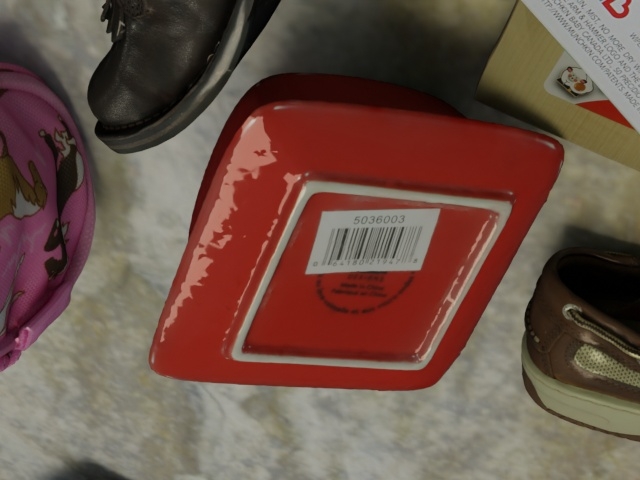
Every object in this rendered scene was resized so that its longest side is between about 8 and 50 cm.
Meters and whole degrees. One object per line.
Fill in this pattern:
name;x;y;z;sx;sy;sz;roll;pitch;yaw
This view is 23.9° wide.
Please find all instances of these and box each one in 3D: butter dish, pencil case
butter dish;0.004;-0.019;0.694;0.160;0.118;0.160;5;129;-27
pencil case;-0.320;-0.022;0.800;0.386;0.167;0.160;6;172;17

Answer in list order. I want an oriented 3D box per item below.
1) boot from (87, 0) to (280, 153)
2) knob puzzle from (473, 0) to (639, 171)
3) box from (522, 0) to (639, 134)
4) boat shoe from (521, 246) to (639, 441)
boot;-0.098;-0.171;0.592;0.229;0.091;0.263;35;136;-10
knob puzzle;0.173;-0.093;0.596;0.213;0.030;0.213;13;141;10
box;0.182;-0.122;0.440;0.231;0.127;0.262;-33;119;29
boat shoe;0.221;0.058;0.708;0.257;0.095;0.095;8;133;14
